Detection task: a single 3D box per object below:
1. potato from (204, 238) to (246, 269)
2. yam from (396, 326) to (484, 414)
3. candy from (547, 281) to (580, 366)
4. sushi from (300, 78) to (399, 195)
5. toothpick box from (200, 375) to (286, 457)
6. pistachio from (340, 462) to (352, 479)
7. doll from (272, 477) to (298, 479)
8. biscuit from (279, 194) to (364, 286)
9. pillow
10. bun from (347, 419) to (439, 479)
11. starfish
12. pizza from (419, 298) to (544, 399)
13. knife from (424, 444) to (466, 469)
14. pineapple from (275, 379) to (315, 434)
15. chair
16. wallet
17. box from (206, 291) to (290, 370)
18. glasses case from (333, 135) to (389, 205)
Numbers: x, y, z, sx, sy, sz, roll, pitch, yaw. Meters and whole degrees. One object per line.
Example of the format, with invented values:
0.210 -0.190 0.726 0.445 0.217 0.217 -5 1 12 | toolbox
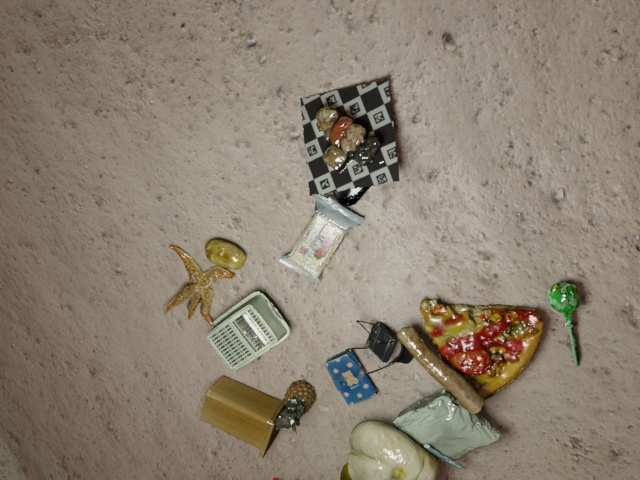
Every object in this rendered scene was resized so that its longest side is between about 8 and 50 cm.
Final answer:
-0.367 0.055 1.737 0.170 0.080 0.107 23 122 7 | potato
0.403 0.430 1.535 0.357 0.081 0.081 46 112 15 | yam
0.820 0.283 1.486 0.097 0.097 0.324 -15 109 18 | candy
0.079 -0.332 1.467 0.320 0.069 0.340 -5 92 22 | sushi
-0.310 0.699 1.846 0.308 0.187 0.190 21 110 13 | toothpick box
0.131 0.969 1.838 0.110 0.100 0.189 26 115 32 | pistachio
-0.133 1.089 1.956 0.245 0.076 0.142 -16 101 22 | doll
-0.004 -0.003 1.624 0.186 0.079 0.309 34 112 2 | biscuit
0.447 0.676 1.627 0.283 0.138 0.310 35 130 -5 | pillow
0.249 0.836 1.658 0.365 0.219 0.365 23 142 19 | bun
-0.515 0.208 1.816 0.301 0.084 0.294 22 108 4 | starfish
0.503 0.353 1.559 0.406 0.130 0.440 30 110 3 | pizza
0.444 0.776 1.615 0.210 0.015 0.028 37 125 -20 | knife
-0.100 0.641 1.733 0.128 0.248 0.128 3 103 13 | pineapple
0.230 0.379 1.655 0.145 0.221 0.140 41 120 48 | chair
0.114 0.530 1.746 0.141 0.059 0.202 -29 96 22 | wallet
-0.274 0.345 1.741 0.290 0.166 0.221 -36 93 21 | box
0.146 -0.232 1.526 0.103 0.067 0.267 44 111 7 | glasses case
